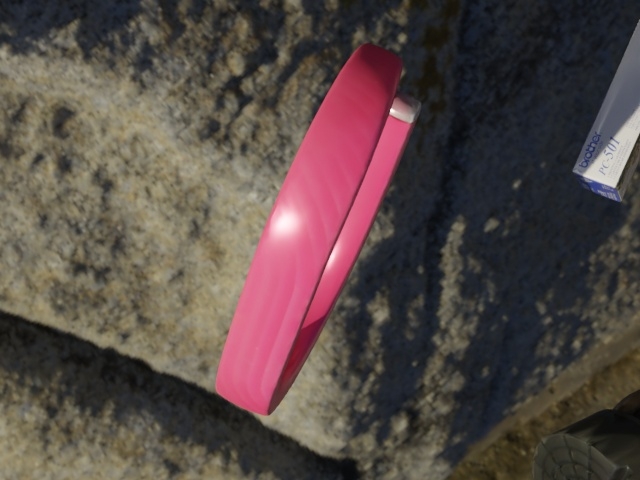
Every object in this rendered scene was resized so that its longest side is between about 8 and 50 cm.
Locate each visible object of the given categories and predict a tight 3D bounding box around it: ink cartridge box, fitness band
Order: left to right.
[{"bbox_3d":[0.000,0.000,0.710,0.209,0.054,0.291,-61,173,-48],"label":"fitness band"},{"bbox_3d":[0.302,-0.144,0.942,0.207,0.046,0.097,-67,160,2],"label":"ink cartridge box"}]

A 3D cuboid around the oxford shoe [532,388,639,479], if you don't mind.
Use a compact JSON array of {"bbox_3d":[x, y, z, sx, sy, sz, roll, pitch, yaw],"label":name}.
[{"bbox_3d":[0.162,0.147,0.319,0.096,0.227,0.083,-22,178,-23],"label":"oxford shoe"}]
